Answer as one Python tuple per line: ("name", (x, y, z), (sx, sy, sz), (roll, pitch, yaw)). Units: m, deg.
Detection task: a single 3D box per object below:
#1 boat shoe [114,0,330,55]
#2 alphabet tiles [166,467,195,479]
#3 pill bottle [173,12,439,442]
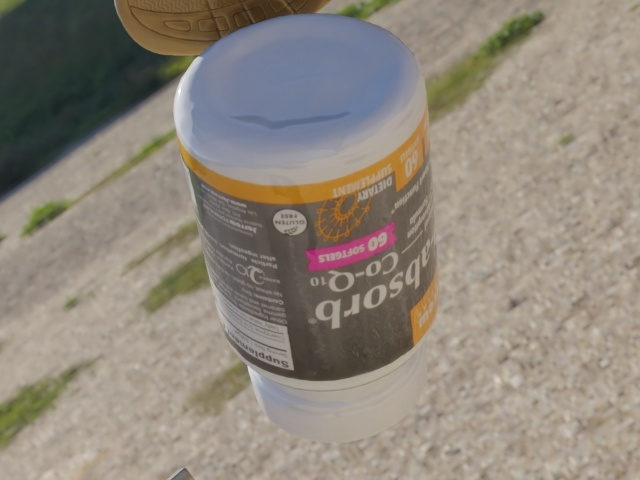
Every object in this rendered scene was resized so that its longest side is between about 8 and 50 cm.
("boat shoe", (-0.014, -0.217, 0.985), (0.277, 0.098, 0.096), (-24, 21, 4))
("alphabet tiles", (-0.069, 0.272, 0.736), (0.009, 0.237, 0.198), (-29, 8, 47))
("pill bottle", (0.000, 0.000, 0.944), (0.162, 0.278, 0.162), (-5, 42, 5))
